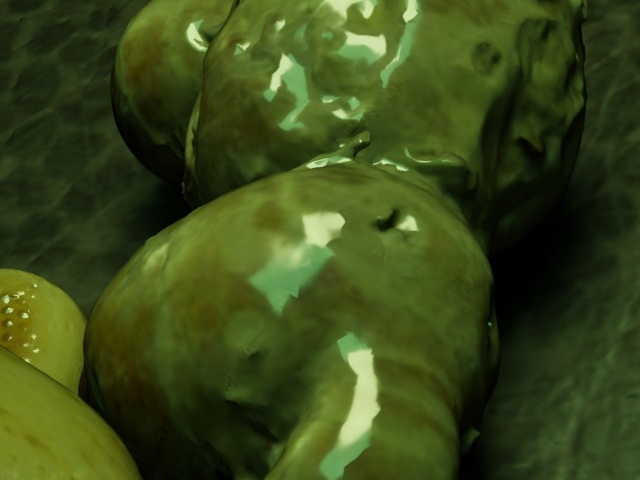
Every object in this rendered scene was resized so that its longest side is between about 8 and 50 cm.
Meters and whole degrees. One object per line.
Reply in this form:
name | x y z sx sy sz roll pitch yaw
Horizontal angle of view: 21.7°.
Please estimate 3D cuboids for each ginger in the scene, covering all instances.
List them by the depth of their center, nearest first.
ginger | 0.000 0.000 0.729 0.256 0.176 0.375 -20 41 25

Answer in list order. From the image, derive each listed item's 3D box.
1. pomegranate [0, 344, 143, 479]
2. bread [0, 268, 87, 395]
pomegranate | -0.185 0.168 0.519 0.343 0.342 0.342 -10 43 9
bread | -0.168 0.093 0.749 0.114 0.077 0.189 16 53 9
